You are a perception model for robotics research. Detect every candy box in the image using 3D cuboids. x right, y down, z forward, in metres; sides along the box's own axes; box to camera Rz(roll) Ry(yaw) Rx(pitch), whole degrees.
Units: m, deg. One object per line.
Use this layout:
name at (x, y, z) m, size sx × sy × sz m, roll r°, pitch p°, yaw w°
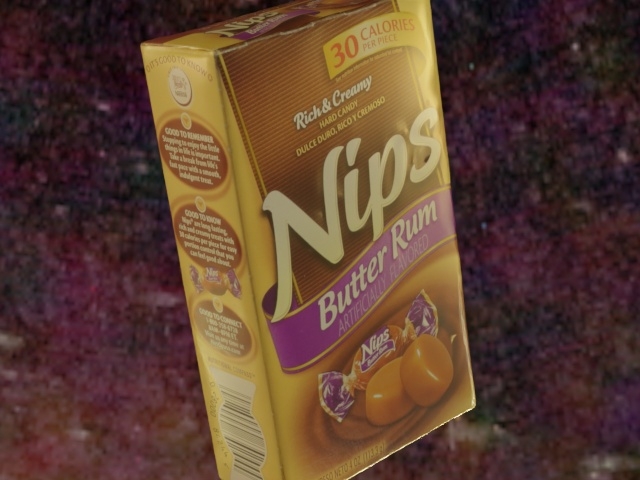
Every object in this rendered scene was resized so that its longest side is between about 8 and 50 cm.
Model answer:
candy box at (0.000, 0.000, 0.541) m, size 0.053 × 0.109 × 0.186 m, roll 13°, pitch 119°, yaw 48°
